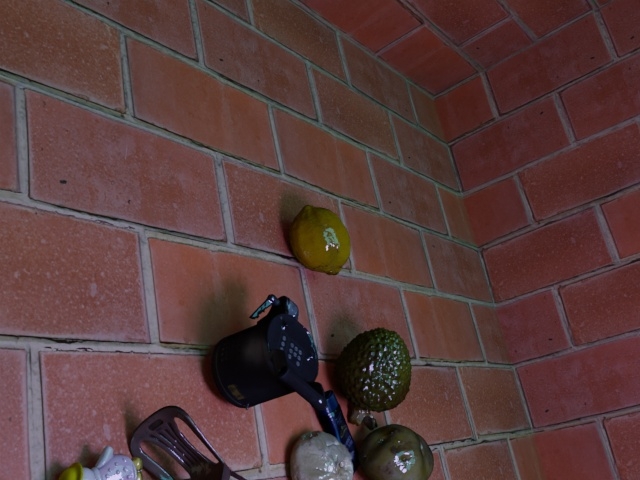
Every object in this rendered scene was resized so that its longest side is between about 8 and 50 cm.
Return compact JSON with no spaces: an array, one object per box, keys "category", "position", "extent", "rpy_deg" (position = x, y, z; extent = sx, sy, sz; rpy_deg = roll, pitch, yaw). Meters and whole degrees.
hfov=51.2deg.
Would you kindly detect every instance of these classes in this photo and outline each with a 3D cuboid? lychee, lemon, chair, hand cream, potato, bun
[{"category":"lychee","position":[0.172,0.437,2.171],"extent":[0.270,0.320,0.269],"rpy_deg":[28,34,-20]},{"category":"lemon","position":[0.000,0.000,2.273],"extent":[0.204,0.204,0.260],"rpy_deg":[-32,98,-58]},{"category":"chair","position":[-0.277,0.543,1.471],"extent":[0.326,0.176,0.183],"rpy_deg":[47,14,-19]},{"category":"hand cream","position":[0.058,0.607,2.090],"extent":[0.120,0.061,0.270],"rpy_deg":[-36,107,-63]},{"category":"potato","position":[0.259,0.698,2.158],"extent":[0.351,0.218,0.202],"rpy_deg":[26,78,-59]},{"category":"bun","position":[0.012,0.650,1.905],"extent":[0.220,0.134,0.220],"rpy_deg":[35,42,-40]}]

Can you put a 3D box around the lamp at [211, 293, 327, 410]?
[{"category":"lamp","position":[-0.152,0.330,1.759],"extent":[0.205,0.272,0.374],"rpy_deg":[45,17,-28]}]

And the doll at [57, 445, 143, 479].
[{"category":"doll","position":[-0.455,0.493,1.380],"extent":[0.207,0.081,0.129],"rpy_deg":[10,73,-50]}]
